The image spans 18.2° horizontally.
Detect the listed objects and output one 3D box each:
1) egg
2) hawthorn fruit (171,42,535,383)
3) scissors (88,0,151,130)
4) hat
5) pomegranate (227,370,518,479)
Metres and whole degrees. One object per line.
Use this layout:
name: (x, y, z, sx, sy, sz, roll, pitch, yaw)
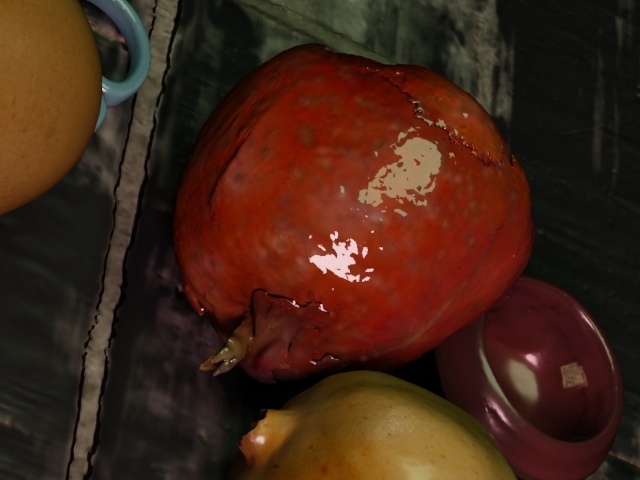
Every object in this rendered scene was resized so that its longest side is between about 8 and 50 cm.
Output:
egg: (-0.301, -0.129, 1.389, 0.322, 0.250, 0.250, 22, 51, -36)
hawthorn fruit: (0.000, 0.000, 1.536, 0.276, 0.276, 0.307, 45, 62, -4)
scissors: (-0.325, -0.260, 1.607, 0.447, 0.029, 0.192, 45, 45, -5)
hat: (0.167, 0.119, 1.691, 0.205, 0.089, 0.205, 22, 52, -31)
pomegranate: (0.038, 0.208, 1.453, 0.233, 0.233, 0.233, 19, 53, -27)
